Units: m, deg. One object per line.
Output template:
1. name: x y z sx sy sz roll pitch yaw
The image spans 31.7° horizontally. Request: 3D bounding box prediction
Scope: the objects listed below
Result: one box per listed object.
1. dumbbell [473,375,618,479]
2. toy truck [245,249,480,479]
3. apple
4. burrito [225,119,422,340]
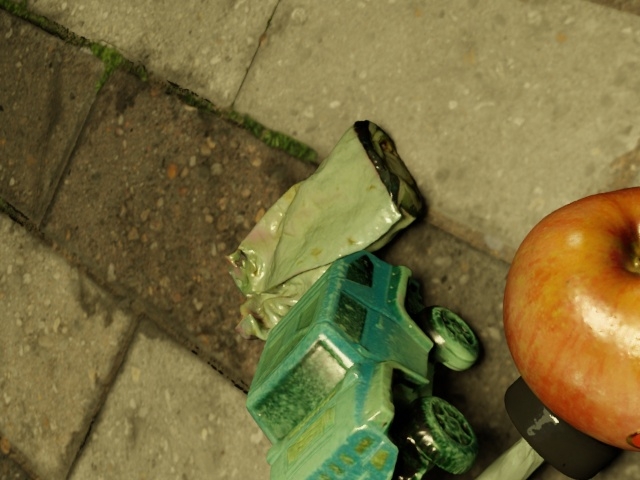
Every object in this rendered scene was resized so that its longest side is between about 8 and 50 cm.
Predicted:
1. dumbbell: 0.147 0.200 0.933 0.191 0.100 0.100 -48 53 19
2. toy truck: 0.032 0.130 0.956 0.155 0.156 0.279 -48 10 24
3. apple: 0.239 0.054 0.832 0.209 0.164 0.209 -3 47 3
4. burrito: 0.000 0.000 1.123 0.229 0.089 0.144 -45 40 21
